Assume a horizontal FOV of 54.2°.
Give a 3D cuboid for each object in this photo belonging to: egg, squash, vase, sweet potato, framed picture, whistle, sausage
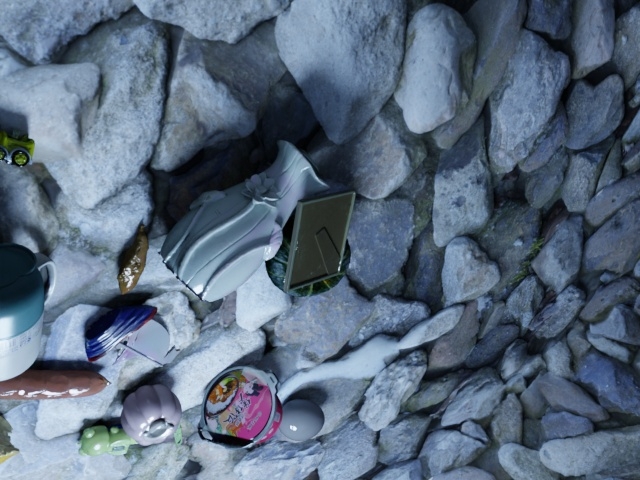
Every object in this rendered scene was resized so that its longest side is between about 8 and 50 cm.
[{"bbox_3d":[-0.069,0.649,2.262,0.199,0.146,0.146,18,112,-49],"label":"egg"},{"bbox_3d":[-0.036,0.044,1.796,0.252,0.165,0.252,-9,124,-14],"label":"squash"},{"bbox_3d":[-0.186,-0.056,1.594,0.445,0.250,0.250,-44,136,-4],"label":"vase"},{"bbox_3d":[-0.476,0.054,1.595,0.205,0.060,0.068,-69,164,12],"label":"sweet potato"},{"bbox_3d":[-0.001,0.000,1.627,0.192,0.018,0.265,-14,127,-38],"label":"framed picture"},{"bbox_3d":[-0.623,0.599,1.894,0.227,0.085,0.105,4,120,-35],"label":"whistle"},{"bbox_3d":[-0.761,0.374,1.631,0.433,0.088,0.088,13,115,-39],"label":"sausage"}]

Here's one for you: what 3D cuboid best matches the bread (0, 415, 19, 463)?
[{"bbox_3d":[-0.881,0.461,1.551,0.224,0.183,0.211,-7,121,-32],"label":"bread"}]

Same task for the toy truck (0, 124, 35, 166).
[{"bbox_3d":[-0.646,-0.197,1.281,0.111,0.076,0.077,15,89,-43],"label":"toy truck"}]

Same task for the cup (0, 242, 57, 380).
[{"bbox_3d":[-0.709,0.142,1.393,0.289,0.219,0.257,-46,163,-53],"label":"cup"}]

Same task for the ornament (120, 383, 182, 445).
[{"bbox_3d":[-0.500,0.523,1.862,0.177,0.177,0.177,-18,131,-22],"label":"ornament"}]

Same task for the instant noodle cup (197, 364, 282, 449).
[{"bbox_3d":[-0.232,0.554,2.030,0.302,0.258,0.181,-28,150,4],"label":"instant noodle cup"}]

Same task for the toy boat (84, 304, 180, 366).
[{"bbox_3d":[-0.494,0.271,1.745,0.318,0.072,0.219,18,114,-45],"label":"toy boat"}]

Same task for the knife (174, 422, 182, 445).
[{"bbox_3d":[-0.472,0.608,2.053,0.030,0.014,0.207,-16,131,-25],"label":"knife"}]
